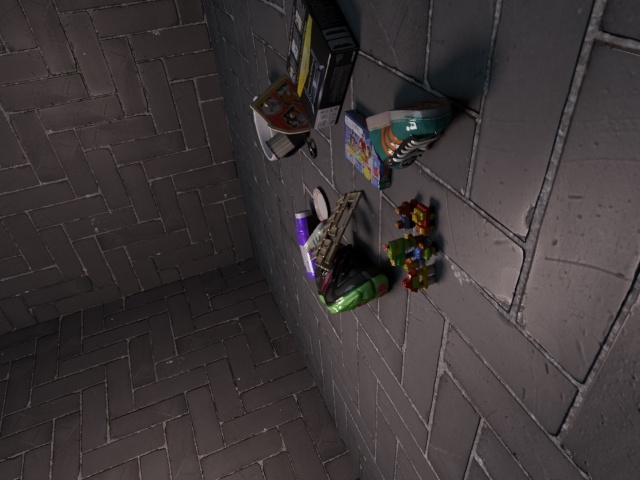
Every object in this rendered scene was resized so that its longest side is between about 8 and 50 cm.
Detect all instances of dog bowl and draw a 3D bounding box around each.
[{"bbox_3d":[-0.188,-0.468,1.866,0.265,0.104,0.265,163,90,-75],"label":"dog bowl"}]

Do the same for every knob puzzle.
[{"bbox_3d":[-0.102,-0.432,1.480,0.030,0.213,0.213,136,115,-73],"label":"knob puzzle"}]

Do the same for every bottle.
[{"bbox_3d":[-0.040,0.015,1.893,0.118,0.092,0.282,-163,57,-71],"label":"bottle"}]

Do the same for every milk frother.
[{"bbox_3d":[-0.102,-0.336,1.649,0.129,0.135,0.143,44,-165,-48],"label":"milk frother"}]

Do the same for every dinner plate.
[{"bbox_3d":[0.005,-0.130,1.723,0.141,0.017,0.141,162,90,-74],"label":"dinner plate"}]

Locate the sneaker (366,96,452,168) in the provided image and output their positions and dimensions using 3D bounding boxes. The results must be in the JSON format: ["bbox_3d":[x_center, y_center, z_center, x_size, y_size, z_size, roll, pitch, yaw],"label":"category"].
[{"bbox_3d":[0.177,-0.205,0.897,0.302,0.108,0.121,-137,31,-76],"label":"sneaker"}]

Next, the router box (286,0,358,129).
[{"bbox_3d":[-0.007,-0.498,1.249,0.309,0.081,0.243,113,137,-67],"label":"router box"}]

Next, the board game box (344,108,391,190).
[{"bbox_3d":[0.119,-0.238,1.175,0.201,0.035,0.136,-124,22,-46],"label":"board game box"}]

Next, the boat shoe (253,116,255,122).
[{"bbox_3d":[-0.243,-0.524,2.080,0.070,0.078,0.219,-46,52,33],"label":"boat shoe"}]

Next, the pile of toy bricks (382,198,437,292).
[{"bbox_3d":[0.195,0.014,1.049,0.118,0.105,0.212,-130,28,-55],"label":"pile of toy bricks"}]

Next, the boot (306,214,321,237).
[{"bbox_3d":[-0.009,0.013,1.806,0.106,0.082,0.219,120,129,-66],"label":"boot"}]

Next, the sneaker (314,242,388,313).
[{"bbox_3d":[0.063,0.110,1.471,0.202,0.185,0.483,70,164,-4],"label":"sneaker"}]

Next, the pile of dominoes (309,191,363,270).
[{"bbox_3d":[0.055,-0.030,1.412,0.251,0.040,0.196,-64,16,-3],"label":"pile of dominoes"}]

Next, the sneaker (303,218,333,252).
[{"bbox_3d":[0.000,0.000,1.694,0.075,0.057,0.161,40,117,11],"label":"sneaker"}]
